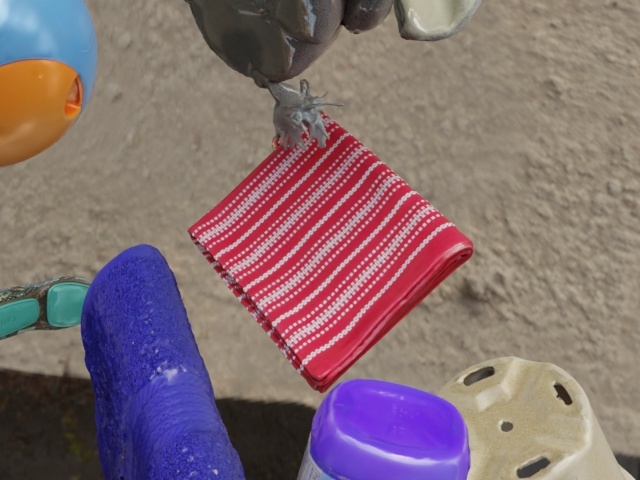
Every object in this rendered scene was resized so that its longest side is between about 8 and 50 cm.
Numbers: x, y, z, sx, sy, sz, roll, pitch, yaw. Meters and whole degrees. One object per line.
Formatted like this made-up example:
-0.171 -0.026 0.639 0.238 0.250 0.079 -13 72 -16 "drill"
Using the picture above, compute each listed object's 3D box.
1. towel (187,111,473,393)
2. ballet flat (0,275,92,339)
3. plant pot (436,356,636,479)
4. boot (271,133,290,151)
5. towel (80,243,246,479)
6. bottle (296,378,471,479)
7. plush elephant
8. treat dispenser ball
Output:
0.000 0.000 1.152 0.199 0.275 0.031 -43 138 -2 "towel"
-0.341 0.074 1.399 0.188 0.070 0.070 -5 125 -55 "ballet flat"
0.282 0.335 1.631 0.333 0.334 0.305 -20 131 1 "plant pot"
-0.001 -0.082 1.609 0.085 0.236 0.179 -27 111 2 "boot"
-0.080 0.182 0.685 0.076 0.308 0.228 -14 135 -13 "towel"
0.025 0.237 0.906 0.118 0.092 0.283 14 122 -3 "bottle"
0.006 -0.280 1.130 0.255 0.272 0.330 -51 141 -27 "plush elephant"
-0.421 -0.232 1.469 0.288 0.288 0.288 -3 115 -7 "treat dispenser ball"
